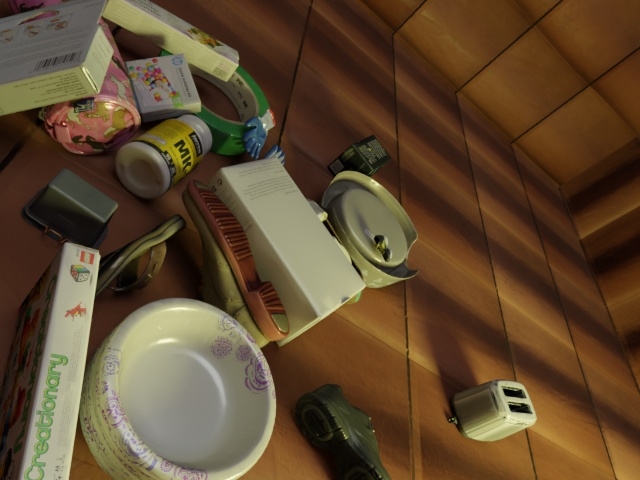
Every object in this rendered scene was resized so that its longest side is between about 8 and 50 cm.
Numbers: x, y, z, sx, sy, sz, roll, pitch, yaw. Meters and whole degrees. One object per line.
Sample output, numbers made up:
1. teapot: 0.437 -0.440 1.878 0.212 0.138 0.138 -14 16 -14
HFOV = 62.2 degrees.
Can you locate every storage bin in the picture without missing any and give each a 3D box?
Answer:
1. storage bin: -0.420 -0.050 0.900 0.135 0.091 0.098 37 37 -18

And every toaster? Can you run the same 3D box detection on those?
1. toaster: 0.449 0.438 1.378 0.226 0.146 0.129 20 45 -36

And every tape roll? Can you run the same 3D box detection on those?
1. tape roll: -0.277 -0.368 1.358 0.321 0.077 0.322 29 41 -29

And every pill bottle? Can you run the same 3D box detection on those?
1. pill bottle: -0.318 -0.182 1.107 0.119 0.119 0.209 44 36 -10

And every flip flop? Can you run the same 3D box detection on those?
1. flip flop: -0.319 0.039 0.937 0.080 0.112 0.277 60 28 -12

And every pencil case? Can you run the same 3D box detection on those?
1. pencil case: -0.491 -0.363 1.049 0.386 0.160 0.167 65 13 19

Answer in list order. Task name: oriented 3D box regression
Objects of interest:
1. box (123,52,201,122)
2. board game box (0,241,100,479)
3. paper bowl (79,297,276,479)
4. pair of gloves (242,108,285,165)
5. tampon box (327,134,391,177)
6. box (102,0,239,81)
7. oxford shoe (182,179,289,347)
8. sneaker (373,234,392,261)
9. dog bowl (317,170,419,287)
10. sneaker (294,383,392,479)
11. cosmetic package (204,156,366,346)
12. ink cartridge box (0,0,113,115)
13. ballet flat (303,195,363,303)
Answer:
1. box: -0.374 -0.333 1.170 0.186 0.038 0.145 -15 70 -19
2. board game box: -0.358 0.179 0.675 0.053 0.193 0.306 21 44 -35
3. paper bowl: -0.220 0.243 0.810 0.284 0.148 0.285 28 41 -28
4. pair of gloves: -0.139 -0.226 1.345 0.159 0.023 0.198 -59 143 -43
5. tampon box: 0.124 -0.242 1.650 0.101 0.120 0.161 52 35 1
6. box: -0.348 -0.491 1.267 0.323 0.067 0.063 20 44 -33
7. oxford shoe: -0.193 0.052 1.008 0.349 0.130 0.123 62 14 7
8. sneaker: 0.157 0.021 1.360 0.035 0.031 0.083 9 47 -27
9. dog bowl: 0.128 -0.024 1.476 0.348 0.102 0.349 28 41 -28
10. sneaker: 0.073 0.403 1.035 0.287 0.109 0.130 59 30 8
11. cosmetic package: -0.092 0.014 1.151 0.196 0.155 0.366 -23 77 -53
12. ink cartridge box: -0.499 -0.321 0.923 0.060 0.274 0.239 72 11 -49
13. ballet flat: 0.000 0.000 1.280 0.116 0.124 0.343 -29 83 -22
